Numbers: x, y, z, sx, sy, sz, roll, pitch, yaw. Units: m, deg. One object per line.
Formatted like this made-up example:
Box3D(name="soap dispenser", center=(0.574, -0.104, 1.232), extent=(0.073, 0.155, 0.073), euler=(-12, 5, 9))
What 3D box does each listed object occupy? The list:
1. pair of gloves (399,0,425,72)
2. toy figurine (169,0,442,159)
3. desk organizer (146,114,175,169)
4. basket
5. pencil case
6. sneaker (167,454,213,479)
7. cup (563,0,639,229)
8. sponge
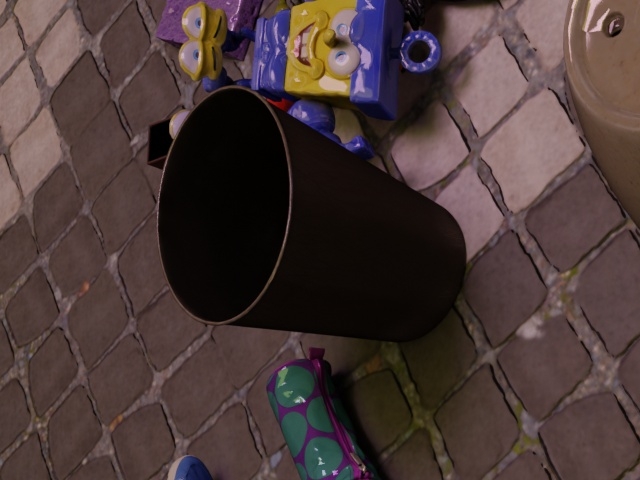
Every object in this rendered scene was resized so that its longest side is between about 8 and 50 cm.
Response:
Box3D(name="pair of gloves", center=(0.070, -0.201, 1.693), extent=(0.074, 0.010, 0.083), euler=(61, 147, 32))
Box3D(name="toy figurine", center=(0.016, -0.183, 1.683), extent=(0.217, 0.191, 0.363), euler=(0, 76, 26))
Box3D(name="desk organizer", center=(-0.108, -0.102, 1.831), extent=(0.130, 0.050, 0.047), euler=(-17, 64, 41))
Box3D(name="basket", center=(0.000, 0.000, 1.554), extent=(0.154, 0.227, 0.204), euler=(-30, 55, 35))
Box3D(name="pencil case", center=(0.005, 0.170, 1.605), extent=(0.070, 0.064, 0.152), euler=(-59, 42, 35))
Box3D(name="sneaker", center=(-0.086, 0.253, 1.669), extent=(0.084, 0.058, 0.152), euler=(-34, 58, 40))
Box3D(name="cup", center=(0.301, -0.118, 1.283), extent=(0.331, 0.237, 0.331), euler=(-18, 64, 41))
Box3D(name="sponge", center=(-0.091, -0.291, 1.900), extent=(0.117, 0.031, 0.210), euler=(16, 86, 47))
